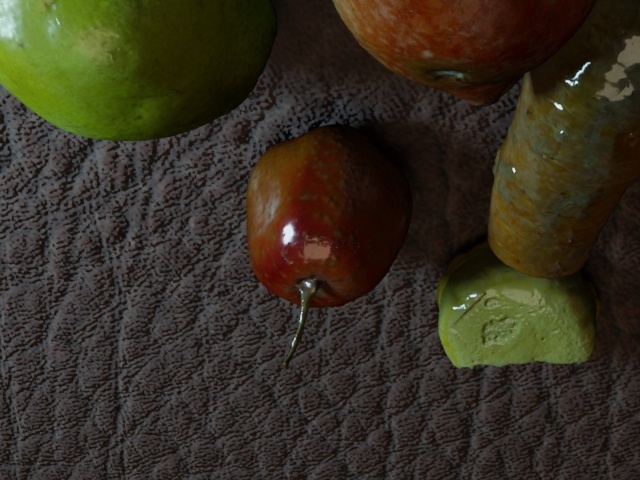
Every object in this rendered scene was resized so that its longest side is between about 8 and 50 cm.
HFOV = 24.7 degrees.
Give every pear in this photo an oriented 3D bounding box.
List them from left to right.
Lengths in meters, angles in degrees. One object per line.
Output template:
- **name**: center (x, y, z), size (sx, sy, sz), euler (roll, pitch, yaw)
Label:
- **pear**: center (-0.164, -0.186, 1.151), size (0.269, 0.212, 0.212), euler (21, 134, -28)

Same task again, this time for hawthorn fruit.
- **hawthorn fruit**: center (0.000, 0.000, 1.280), size (0.163, 0.203, 0.162), euler (4, 132, 4)

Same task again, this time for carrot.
- **carrot**: center (0.220, -0.095, 1.198), size (0.139, 0.138, 0.301), euler (14, 133, 0)

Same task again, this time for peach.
- **peach**: center (0.107, -0.209, 1.059), size (0.232, 0.232, 0.256), euler (-9, 117, 20)

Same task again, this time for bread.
- **bread**: center (0.186, 0.058, 1.372), size (0.156, 0.086, 0.125), euler (0, 124, 9)
